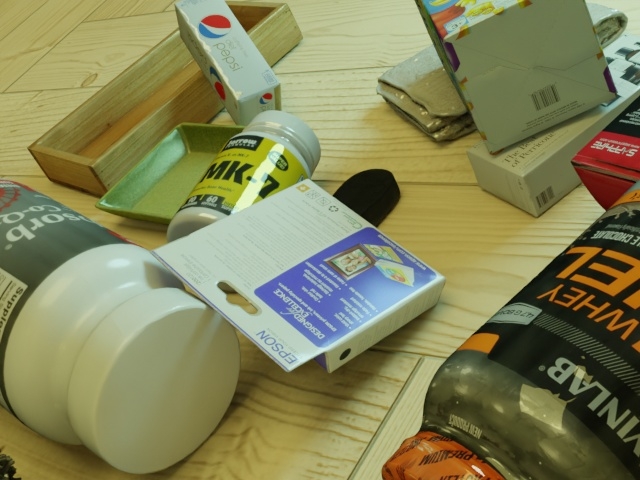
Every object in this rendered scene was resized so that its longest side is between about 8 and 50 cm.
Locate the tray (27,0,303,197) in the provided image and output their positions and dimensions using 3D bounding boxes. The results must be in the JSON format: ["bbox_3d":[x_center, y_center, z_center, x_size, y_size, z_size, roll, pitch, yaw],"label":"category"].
[{"bbox_3d":[-0.235,-0.227,1.607,0.203,0.076,0.411,16,52,47],"label":"tray"}]

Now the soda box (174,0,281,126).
[{"bbox_3d":[-0.132,-0.260,1.485,0.069,0.074,0.216,-24,60,-14],"label":"soda box"}]

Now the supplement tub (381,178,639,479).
[{"bbox_3d":[0.216,0.101,0.709,0.338,0.207,0.207,-41,35,-18],"label":"supplement tub"}]

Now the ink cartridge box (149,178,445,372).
[{"bbox_3d":[-0.023,0.037,1.009,0.208,0.045,0.206,-26,49,-35],"label":"ink cartridge box"}]

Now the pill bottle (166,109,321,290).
[{"bbox_3d":[-0.082,-0.052,1.214,0.119,0.119,0.208,-4,40,32],"label":"pill bottle"}]

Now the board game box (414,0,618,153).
[{"bbox_3d":[0.196,-0.238,1.141,0.144,0.142,0.275,-25,29,8],"label":"board game box"}]

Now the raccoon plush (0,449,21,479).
[{"bbox_3d":[-0.386,0.189,0.941,0.446,0.299,0.216,-18,34,14],"label":"raccoon plush"}]

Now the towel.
[{"bbox_3d":[0.218,-0.232,1.306,0.282,0.049,0.187,-32,34,-7],"label":"towel"}]

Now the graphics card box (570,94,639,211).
[{"bbox_3d":[0.434,-0.143,0.920,0.371,0.094,0.233,-43,24,-7],"label":"graphics card box"}]

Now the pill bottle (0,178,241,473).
[{"bbox_3d":[-0.263,0.081,1.063,0.363,0.210,0.210,24,58,38],"label":"pill bottle"}]

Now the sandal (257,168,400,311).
[{"bbox_3d":[0.000,0.000,1.142,0.097,0.054,0.254,0,42,36],"label":"sandal"}]

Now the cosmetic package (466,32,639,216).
[{"bbox_3d":[0.280,-0.129,1.110,0.239,0.060,0.099,-37,33,-13],"label":"cosmetic package"}]

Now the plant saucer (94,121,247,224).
[{"bbox_3d":[-0.178,-0.082,1.391,0.188,0.045,0.188,9,48,43],"label":"plant saucer"}]
